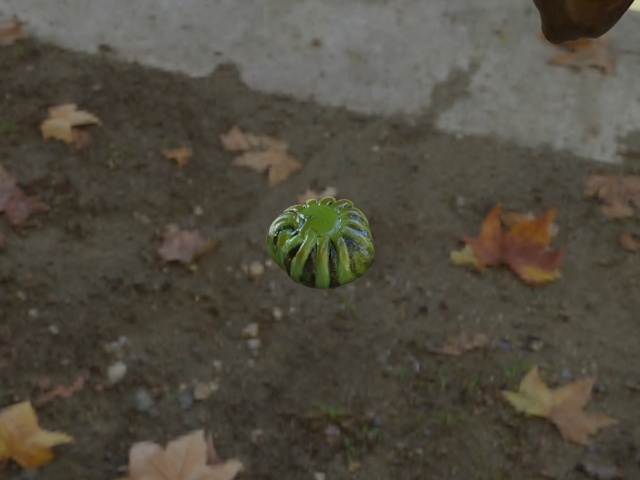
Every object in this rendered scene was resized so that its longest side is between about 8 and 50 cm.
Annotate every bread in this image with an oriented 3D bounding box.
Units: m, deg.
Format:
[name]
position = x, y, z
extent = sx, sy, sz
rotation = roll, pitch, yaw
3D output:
[bread]
position = 0.000, 0.000, 1.544
extent = 0.130, 0.071, 0.139
rotation = -16, 40, -5

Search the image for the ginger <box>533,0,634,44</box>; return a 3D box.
[ginger]
position = 0.276, -0.386, 1.050
extent = 0.176, 0.418, 0.254
rotation = 15, 43, -1
